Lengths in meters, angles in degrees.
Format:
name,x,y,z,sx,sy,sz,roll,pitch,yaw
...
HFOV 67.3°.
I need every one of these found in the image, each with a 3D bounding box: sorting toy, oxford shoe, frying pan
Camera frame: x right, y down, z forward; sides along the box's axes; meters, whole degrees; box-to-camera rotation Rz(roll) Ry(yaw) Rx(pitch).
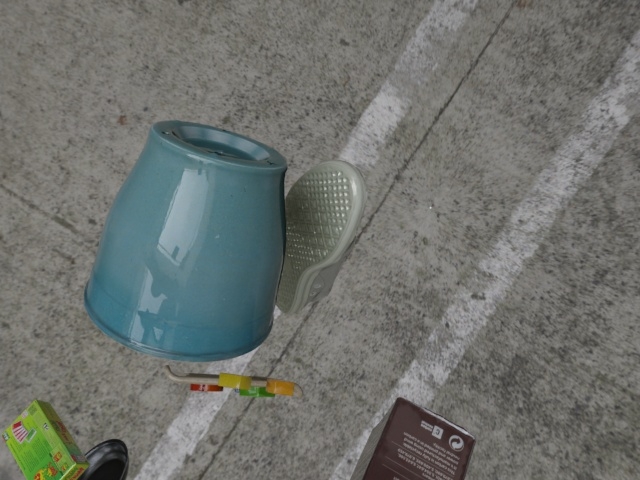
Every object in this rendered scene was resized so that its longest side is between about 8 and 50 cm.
name,x,y,z,sx,sy,sz,roll,pitch,yaw
sorting toy,-0.149,0.246,0.814,0.229,0.307,0.041,11,74,-12
oxford shoe,0.000,0.000,0.969,0.169,0.130,0.449,58,148,24
frying pan,-0.467,0.553,1.025,0.197,0.326,0.053,-46,124,-22

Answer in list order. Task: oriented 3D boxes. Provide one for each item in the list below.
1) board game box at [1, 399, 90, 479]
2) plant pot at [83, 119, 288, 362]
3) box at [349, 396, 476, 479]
name,x,y,z,sx,sy,sz,roll,pitch,yaw
board game box,-0.549,0.416,0.957,0.181,0.043,0.092,36,79,28
plant pot,-0.166,-0.019,0.670,0.271,0.271,0.255,22,111,11
box,0.078,0.446,0.694,0.143,0.381,0.191,26,142,9
